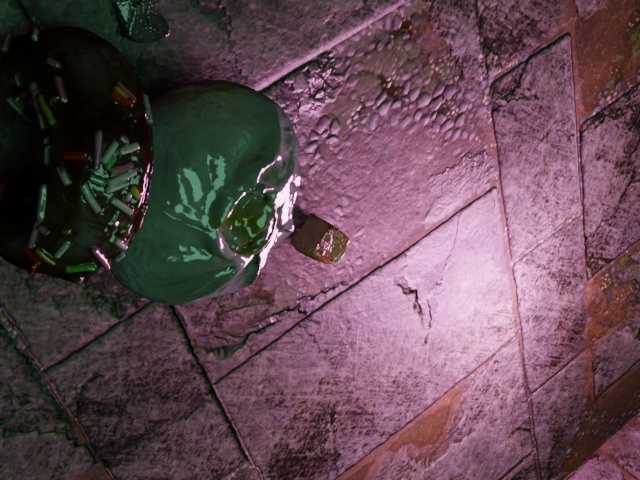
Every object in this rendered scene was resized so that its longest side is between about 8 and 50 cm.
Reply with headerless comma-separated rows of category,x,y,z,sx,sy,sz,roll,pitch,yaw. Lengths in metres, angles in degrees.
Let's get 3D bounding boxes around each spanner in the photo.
spanner,-0.317,-0.371,1.184,0.325,0.026,0.093,35,92,-44

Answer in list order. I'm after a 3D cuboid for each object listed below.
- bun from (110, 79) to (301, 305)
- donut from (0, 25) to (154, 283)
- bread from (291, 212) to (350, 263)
bun,-0.168,-0.059,1.335,0.362,0.211,0.362,-38,146,-32
donut,-0.338,-0.096,1.167,0.136,0.259,0.345,-2,118,-46
bread,0.000,0.002,1.627,0.070,0.083,0.077,36,87,-37
